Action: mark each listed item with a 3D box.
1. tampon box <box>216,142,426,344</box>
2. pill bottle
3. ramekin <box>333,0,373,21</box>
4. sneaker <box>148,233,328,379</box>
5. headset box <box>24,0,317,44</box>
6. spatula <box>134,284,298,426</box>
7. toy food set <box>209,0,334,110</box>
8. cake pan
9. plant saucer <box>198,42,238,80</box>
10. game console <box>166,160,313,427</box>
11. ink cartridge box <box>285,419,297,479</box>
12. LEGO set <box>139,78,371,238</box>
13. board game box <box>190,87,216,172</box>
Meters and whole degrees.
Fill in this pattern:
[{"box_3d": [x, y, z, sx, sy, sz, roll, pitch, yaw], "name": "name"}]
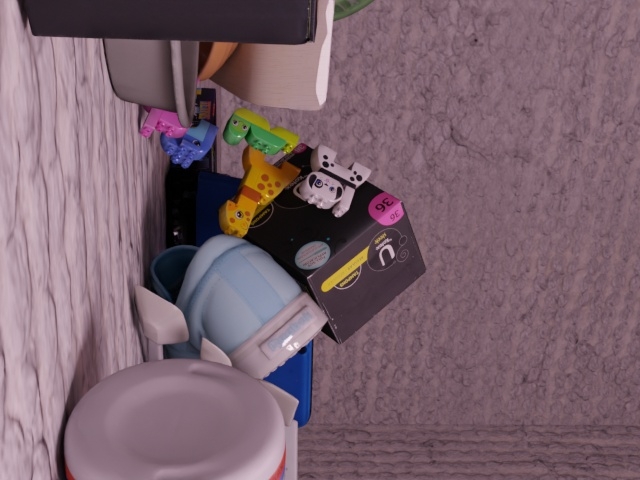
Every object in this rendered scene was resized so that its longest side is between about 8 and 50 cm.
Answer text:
[{"box_3d": [0.000, 0.000, 1.055, 0.161, 0.120, 0.101, 33, -24, 44], "name": "tampon box"}, {"box_3d": [-0.084, 0.192, 0.640, 0.124, 0.124, 0.222, -95, -174, -60], "name": "pill bottle"}, {"box_3d": [-0.030, -0.401, 1.238, 0.148, 0.303, 0.304, -72, 164, -78], "name": "ramekin"}, {"box_3d": [-0.108, 0.071, 1.069, 0.150, 0.135, 0.366, 53, -27, -1], "name": "sneaker"}, {"box_3d": [-0.061, -0.252, 0.434, 0.246, 0.131, 0.283, 96, -5, -58], "name": "headset box"}, {"box_3d": [-0.099, 0.124, 0.952, 0.019, 0.168, 0.242, -56, 174, -23], "name": "spatula"}, {"box_3d": [-0.064, -0.267, 1.048, 0.306, 0.092, 0.220, -142, -128, -59], "name": "toy food set"}, {"box_3d": [-0.121, -0.230, 0.790, 0.293, 0.054, 0.293, -179, -90, -87], "name": "cake pan"}, {"box_3d": [-0.107, -0.247, 0.987, 0.200, 0.037, 0.200, 175, -90, -65], "name": "plant saucer"}, {"box_3d": [-0.097, 0.046, 1.302, 0.250, 0.173, 0.293, -99, -169, -72], "name": "game console"}, {"box_3d": [-0.101, 0.296, 1.118, 0.087, 0.153, 0.209, 104, -13, -70], "name": "ink cartridge box"}, {"box_3d": [-0.079, -0.062, 0.987, 0.087, 0.227, 0.093, -41, -154, 58], "name": "LEGO set"}, {"box_3d": [-0.168, -0.103, 1.480, 0.141, 0.048, 0.170, -91, -176, -49], "name": "board game box"}]
